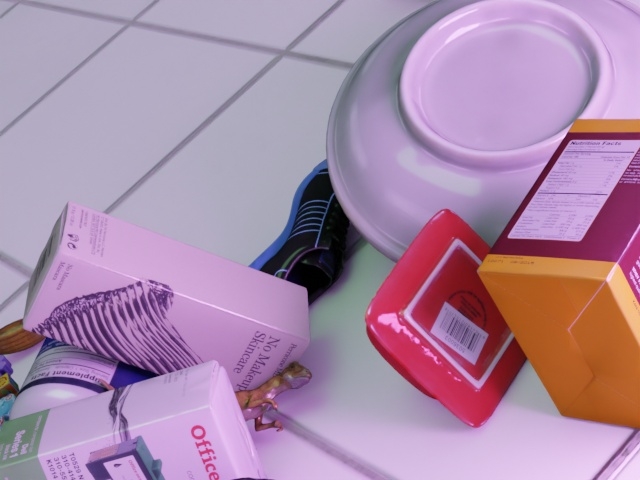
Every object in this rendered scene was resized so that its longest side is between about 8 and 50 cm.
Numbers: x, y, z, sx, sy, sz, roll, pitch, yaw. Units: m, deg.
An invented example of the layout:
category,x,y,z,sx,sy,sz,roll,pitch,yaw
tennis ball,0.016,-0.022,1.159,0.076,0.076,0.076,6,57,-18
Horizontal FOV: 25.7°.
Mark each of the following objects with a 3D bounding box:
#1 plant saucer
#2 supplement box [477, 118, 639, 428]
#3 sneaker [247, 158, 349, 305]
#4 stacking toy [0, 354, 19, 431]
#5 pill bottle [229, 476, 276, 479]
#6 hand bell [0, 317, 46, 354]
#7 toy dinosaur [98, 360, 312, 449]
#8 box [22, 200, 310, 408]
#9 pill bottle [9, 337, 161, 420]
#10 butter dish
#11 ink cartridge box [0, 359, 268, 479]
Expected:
category,x,y,z,sx,sy,sz,roll,pitch,yaw
plant saucer,0.194,-0.142,1.449,0.400,0.100,0.400,-7,56,10
supplement box,0.267,0.027,1.203,0.129,0.191,0.194,4,48,45
sneaker,0.000,0.000,1.594,0.090,0.081,0.232,9,57,44
stacking toy,-0.366,0.178,1.584,0.052,0.167,0.221,-34,32,-2
pill bottle,-0.063,0.316,1.167,0.123,0.123,0.219,-19,35,22
hand bell,-0.449,0.148,1.792,0.242,0.126,0.126,-21,31,-5
toy dinosaur,-0.108,0.179,1.412,0.212,0.064,0.112,-11,54,-4
box,-0.155,0.069,1.437,0.094,0.275,0.113,-95,29,-55
pill bottle,-0.241,0.169,1.499,0.153,0.153,0.264,-14,37,28
butter dish,0.110,0.081,1.341,0.160,0.160,0.118,-53,14,-30
ink cartridge box,-0.173,0.225,1.313,0.219,0.160,0.092,-17,22,7
